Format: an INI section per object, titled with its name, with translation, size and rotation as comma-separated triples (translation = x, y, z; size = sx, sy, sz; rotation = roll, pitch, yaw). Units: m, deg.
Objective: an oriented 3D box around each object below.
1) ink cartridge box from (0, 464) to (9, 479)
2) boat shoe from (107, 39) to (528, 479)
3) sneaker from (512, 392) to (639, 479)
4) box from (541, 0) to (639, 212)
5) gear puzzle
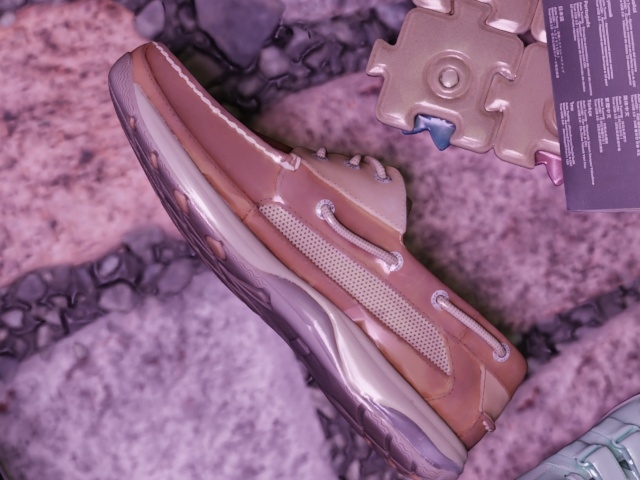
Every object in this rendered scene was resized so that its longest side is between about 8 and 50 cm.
[ink cartridge box]
translation = -0.231, 0.201, 0.767
size = 0.129, 0.223, 0.307
rotation = -30, 90, -4
[boat shoe]
translation = 0.000, 0.000, 0.847
size = 0.116, 0.123, 0.324
rotation = -42, 97, -10
[sneaker]
translation = 0.176, 0.166, 0.825
size = 0.256, 0.151, 0.094
rotation = -30, 88, -5
[box]
translation = 0.229, -0.184, 0.802
size = 0.242, 0.076, 0.307
rotation = -11, 96, -39
[gear puzzle]
translation = 0.154, -0.208, 0.894
size = 0.175, 0.044, 0.339
rotation = 17, 83, 8
